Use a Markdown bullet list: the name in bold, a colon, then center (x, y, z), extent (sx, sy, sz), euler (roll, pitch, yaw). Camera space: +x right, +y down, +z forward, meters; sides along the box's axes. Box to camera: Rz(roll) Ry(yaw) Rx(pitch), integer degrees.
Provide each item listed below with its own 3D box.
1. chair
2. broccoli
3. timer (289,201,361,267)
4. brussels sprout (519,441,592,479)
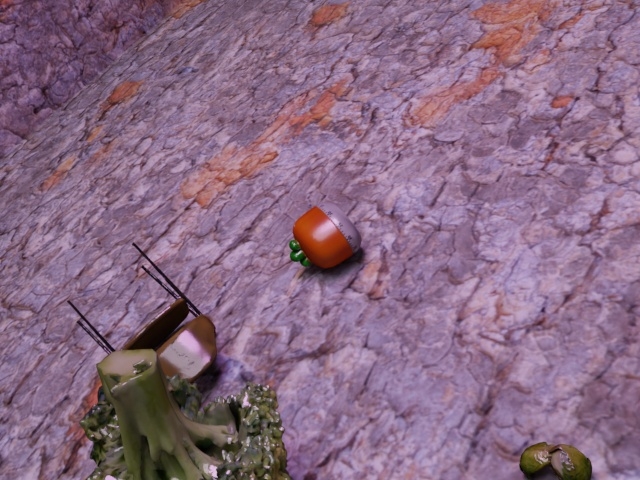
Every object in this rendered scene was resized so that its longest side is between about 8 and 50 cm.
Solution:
- **chair**: center (-0.288, 0.153, 1.216), extent (0.247, 0.172, 0.158), euler (44, 69, 6)
- **broccoli**: center (-0.171, 0.266, 0.921), extent (0.249, 0.302, 0.375), euler (-2, 19, -32)
- **timer**: center (0.000, 0.000, 1.263), extent (0.136, 0.099, 0.136), euler (-29, 30, 19)
- **brussels sprout**: center (0.273, 0.260, 0.827), extent (0.083, 0.046, 0.051), euler (3, 88, 35)
